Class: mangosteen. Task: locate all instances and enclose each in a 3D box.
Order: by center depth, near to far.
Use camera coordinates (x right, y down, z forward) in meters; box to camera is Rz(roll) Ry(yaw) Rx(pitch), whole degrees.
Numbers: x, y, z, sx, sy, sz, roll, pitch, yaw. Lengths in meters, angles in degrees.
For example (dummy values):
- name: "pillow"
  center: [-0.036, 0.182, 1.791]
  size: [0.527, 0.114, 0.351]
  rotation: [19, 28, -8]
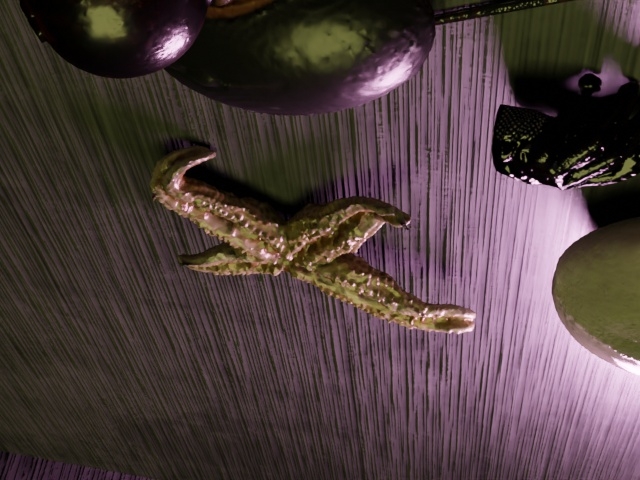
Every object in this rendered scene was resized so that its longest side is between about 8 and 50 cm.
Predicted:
- name: "mangosteen"
  center: [-0.180, -0.249, 1.267]
  size: [0.210, 0.210, 0.210]
  rotation: [10, 154, 5]

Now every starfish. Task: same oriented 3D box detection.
- name: "starfish"
  center: [0.000, 0.000, 1.793]
  size: [0.432, 0.082, 0.324]
  rotation: [14, 151, 8]

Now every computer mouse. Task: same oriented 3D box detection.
- name: "computer mouse"
  center: [-0.041, -0.199, 1.382]
  size: [0.323, 0.116, 0.183]
  rotation: [-3, 145, 31]

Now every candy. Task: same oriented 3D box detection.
- name: "candy"
  center: [0.415, 0.075, 1.645]
  size: [0.295, 0.185, 0.295]
  rotation: [7, 158, 3]

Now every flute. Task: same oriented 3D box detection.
- name: "flute"
  center: [0.220, -0.229, 1.311]
  size: [0.269, 0.014, 0.014]
  rotation: [-6, 149, 33]

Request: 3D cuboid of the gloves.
- name: "gloves"
  center: [0.279, -0.099, 1.441]
  size: [0.181, 0.106, 0.129]
  rotation: [7, 152, 21]
